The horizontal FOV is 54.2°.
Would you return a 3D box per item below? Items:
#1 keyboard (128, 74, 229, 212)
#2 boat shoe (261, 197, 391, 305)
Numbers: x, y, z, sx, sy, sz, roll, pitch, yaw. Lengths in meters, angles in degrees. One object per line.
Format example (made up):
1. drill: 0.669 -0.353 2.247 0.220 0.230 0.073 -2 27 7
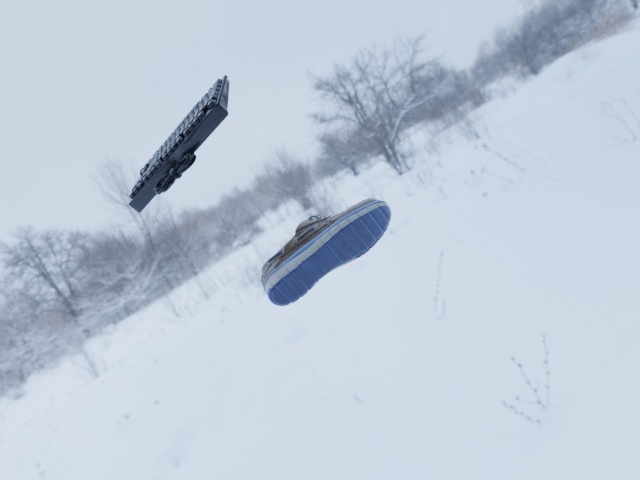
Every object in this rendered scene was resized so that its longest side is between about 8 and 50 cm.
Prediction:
1. keyboard: -0.165 -0.104 0.715 0.180 0.023 0.108 -41 35 30
2. boat shoe: 0.000 0.000 0.766 0.183 0.066 0.066 -35 45 -1
